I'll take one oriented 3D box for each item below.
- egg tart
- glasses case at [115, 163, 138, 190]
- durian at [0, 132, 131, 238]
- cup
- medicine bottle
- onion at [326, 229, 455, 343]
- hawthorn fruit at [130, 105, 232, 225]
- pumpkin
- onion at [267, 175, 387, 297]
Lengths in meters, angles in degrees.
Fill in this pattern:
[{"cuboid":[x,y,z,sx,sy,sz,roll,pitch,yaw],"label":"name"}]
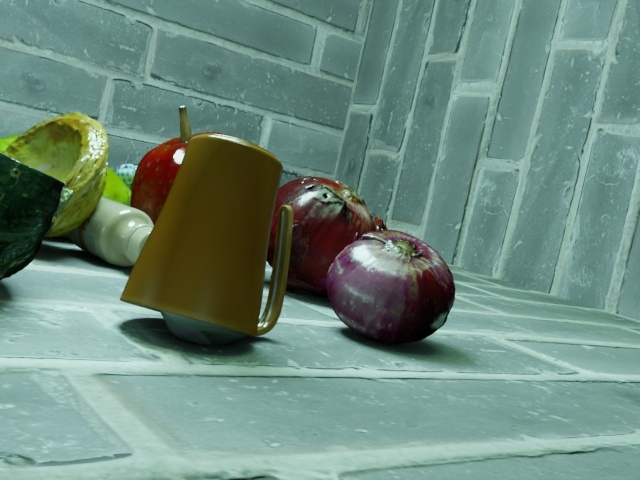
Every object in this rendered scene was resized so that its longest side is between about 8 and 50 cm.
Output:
[{"cuboid":[-0.497,-0.102,1.392,0.294,0.294,0.123,15,-22,37],"label":"egg tart"},{"cuboid":[-0.433,-0.092,1.813,0.125,0.076,0.327,18,-24,-6],"label":"glasses case"},{"cuboid":[-0.551,-0.106,1.600,0.340,0.204,0.256,13,-7,-3],"label":"durian"},{"cuboid":[-0.128,0.010,1.004,0.226,0.263,0.182,23,-12,-40],"label":"cup"},{"cuboid":[-0.371,-0.010,1.398,0.114,0.114,0.252,8,6,-44],"label":"medicine bottle"},{"cuboid":[0.125,0.084,1.231,0.201,0.200,0.207,16,-7,43],"label":"onion"},{"cuboid":[-0.263,-0.118,1.575,0.287,0.330,0.287,-5,21,2],"label":"hawthorn fruit"},{"cuboid":[-0.480,-0.036,0.965,0.264,0.196,0.293,24,-6,-18],"label":"pumpkin"},{"cuboid":[0.000,0.000,1.536,0.276,0.276,0.276,12,4,-1],"label":"onion"}]
